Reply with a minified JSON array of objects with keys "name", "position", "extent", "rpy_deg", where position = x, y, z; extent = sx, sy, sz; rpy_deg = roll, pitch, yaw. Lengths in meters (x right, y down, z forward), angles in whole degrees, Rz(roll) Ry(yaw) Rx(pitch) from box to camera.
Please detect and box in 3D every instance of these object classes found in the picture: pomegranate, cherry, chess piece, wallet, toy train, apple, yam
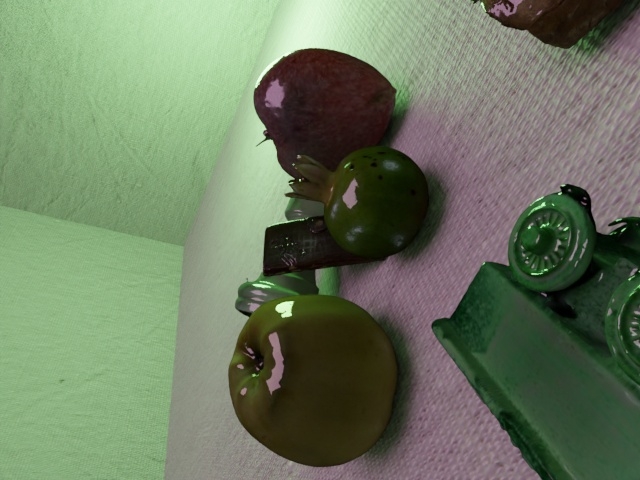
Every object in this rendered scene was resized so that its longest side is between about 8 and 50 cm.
[{"name":"pomegranate","position":[0.058,-0.069,0.722],"extent":[0.187,0.226,0.186],"rpy_deg":[-164,90,-81]},{"name":"cherry","position":[0.003,-0.256,0.911],"extent":[0.308,0.261,0.221],"rpy_deg":[-16,24,17]},{"name":"chess piece","position":[-0.047,0.037,0.966],"extent":[0.195,0.195,0.298],"rpy_deg":[-16,53,63]},{"name":"wallet","position":[0.000,0.000,0.853],"extent":[0.031,0.233,0.121],"rpy_deg":[65,-161,-53]},{"name":"toy train","position":[0.230,0.080,0.360],"extent":[0.266,0.145,0.201],"rpy_deg":[-119,45,-58]},{"name":"apple","position":[-0.009,0.207,0.707],"extent":[0.262,0.263,0.262],"rpy_deg":[-43,39,50]},{"name":"yam","position":[0.296,-0.319,0.470],"extent":[0.238,0.128,0.129],"rpy_deg":[-48,5,37]}]

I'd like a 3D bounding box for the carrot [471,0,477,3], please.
[{"name":"carrot","position":[0.308,-0.502,0.643],"extent":[0.335,0.069,0.069],"rpy_deg":[-61,27,15]}]
